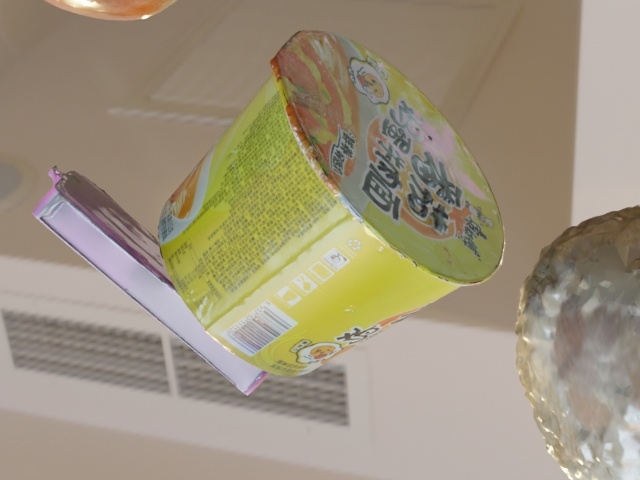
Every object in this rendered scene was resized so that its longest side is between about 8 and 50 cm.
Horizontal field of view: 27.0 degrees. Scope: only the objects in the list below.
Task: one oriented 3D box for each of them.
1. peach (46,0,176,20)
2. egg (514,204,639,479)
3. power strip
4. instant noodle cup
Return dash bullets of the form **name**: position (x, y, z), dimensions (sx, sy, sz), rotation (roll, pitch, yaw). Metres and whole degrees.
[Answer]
- **peach**: position (-0.132, -0.259, 0.814), dimensions (0.233, 0.232, 0.232), rotation (-3, -147, 2)
- **egg**: position (0.298, 0.107, 1.046), dimensions (0.279, 0.279, 0.310), rotation (-26, -113, -30)
- **power strip**: position (-0.150, 0.036, 1.231), dimensions (0.037, 0.279, 0.109), rotation (-47, -171, 8)
- **instant noodle cup**: position (0.002, -0.019, 1.145), dimensions (0.264, 0.200, 0.264), rotation (33, -147, -25)
